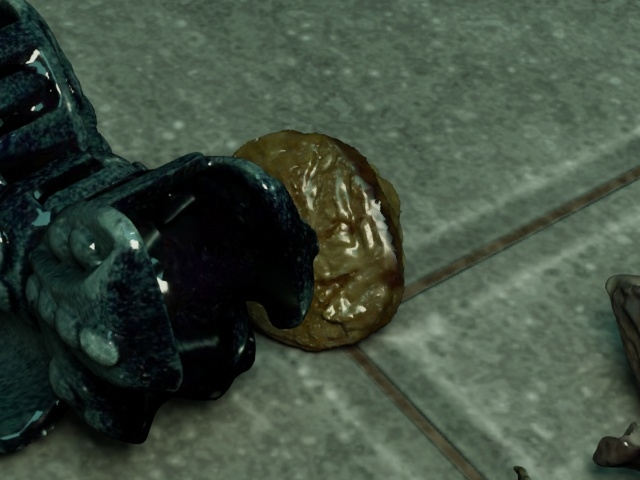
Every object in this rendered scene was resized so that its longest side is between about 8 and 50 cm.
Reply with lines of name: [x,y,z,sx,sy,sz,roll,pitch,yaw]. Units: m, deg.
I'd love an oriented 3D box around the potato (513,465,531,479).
potato: [0.104,0.254,0.819,0.196,0.299,0.246,-40,90,6]

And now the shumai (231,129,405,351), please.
shumai: [0.001,0.005,1.166,0.123,0.105,0.139,-39,52,11]

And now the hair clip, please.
hair clip: [-0.142,0.000,1.070,0.194,0.206,0.310,-26,47,-33]

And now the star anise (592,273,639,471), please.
star anise: [0.262,0.112,1.050,0.198,0.111,0.257,-11,53,-14]
